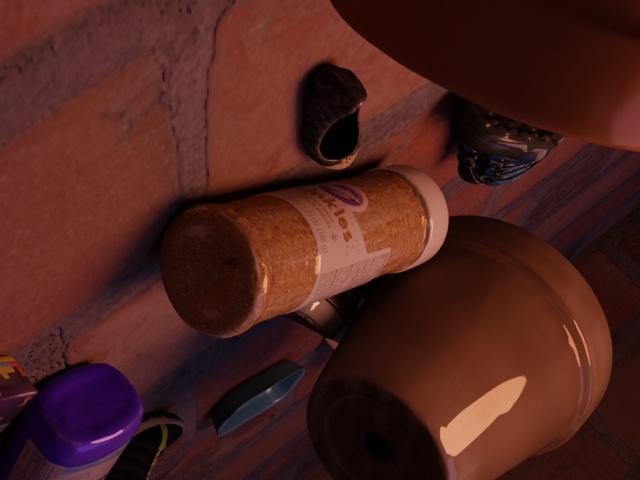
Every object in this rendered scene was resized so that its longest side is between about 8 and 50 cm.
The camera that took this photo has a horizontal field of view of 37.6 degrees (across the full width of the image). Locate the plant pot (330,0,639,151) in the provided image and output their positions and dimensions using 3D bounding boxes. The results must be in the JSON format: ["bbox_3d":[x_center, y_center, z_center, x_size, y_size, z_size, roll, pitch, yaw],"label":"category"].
[{"bbox_3d":[0.170,-0.209,0.563,0.291,0.291,0.203,-23,140,-47],"label":"plant pot"}]

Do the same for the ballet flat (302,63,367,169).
[{"bbox_3d":[0.016,-0.100,0.854,0.057,0.049,0.173,-38,164,-8],"label":"ballet flat"}]

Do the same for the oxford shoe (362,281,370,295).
[{"bbox_3d":[0.137,0.030,1.398,0.397,0.141,0.146,82,22,-63],"label":"oxford shoe"}]

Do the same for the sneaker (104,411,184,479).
[{"bbox_3d":[-0.253,0.302,1.206,0.235,0.097,0.084,-20,154,-51],"label":"sneaker"}]

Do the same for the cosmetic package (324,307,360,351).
[{"bbox_3d":[0.132,0.147,1.644,0.231,0.117,0.085,-39,162,-5],"label":"cosmetic package"}]

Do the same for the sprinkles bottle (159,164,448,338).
[{"bbox_3d":[0.000,0.000,0.949,0.355,0.121,0.121,-17,151,-55],"label":"sprinkles bottle"}]

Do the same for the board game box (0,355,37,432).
[{"bbox_3d":[-0.332,0.159,0.749,0.141,0.048,0.170,-44,164,15],"label":"board game box"}]

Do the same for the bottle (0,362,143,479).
[{"bbox_3d":[-0.283,0.244,0.996,0.118,0.092,0.283,-24,157,-48],"label":"bottle"}]

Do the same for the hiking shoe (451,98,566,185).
[{"bbox_3d":[0.225,-0.114,1.175,0.132,0.113,0.304,-49,162,22],"label":"hiking shoe"}]

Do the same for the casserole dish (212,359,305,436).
[{"bbox_3d":[-0.103,0.249,1.519,0.188,0.037,0.114,-24,157,-43],"label":"casserole dish"}]

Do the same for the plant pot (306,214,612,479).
[{"bbox_3d":[0.137,0.170,1.112,0.280,0.323,0.323,-35,164,-43],"label":"plant pot"}]

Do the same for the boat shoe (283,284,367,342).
[{"bbox_3d":[-0.003,0.066,1.196,0.094,0.109,0.302,-62,170,-4],"label":"boat shoe"}]
